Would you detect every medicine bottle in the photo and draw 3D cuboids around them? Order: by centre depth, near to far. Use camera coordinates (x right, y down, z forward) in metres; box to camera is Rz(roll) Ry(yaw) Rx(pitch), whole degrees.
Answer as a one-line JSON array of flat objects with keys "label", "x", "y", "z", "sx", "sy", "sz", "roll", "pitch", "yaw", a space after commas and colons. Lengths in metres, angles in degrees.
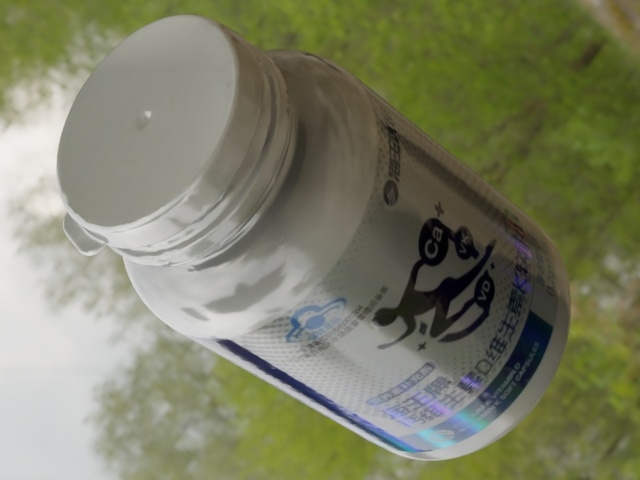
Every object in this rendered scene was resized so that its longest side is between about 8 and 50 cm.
[{"label": "medicine bottle", "x": 0.000, "y": 0.000, "z": 0.672, "sx": 0.191, "sy": 0.107, "sz": 0.107, "roll": 34, "pitch": -172, "yaw": -44}]
